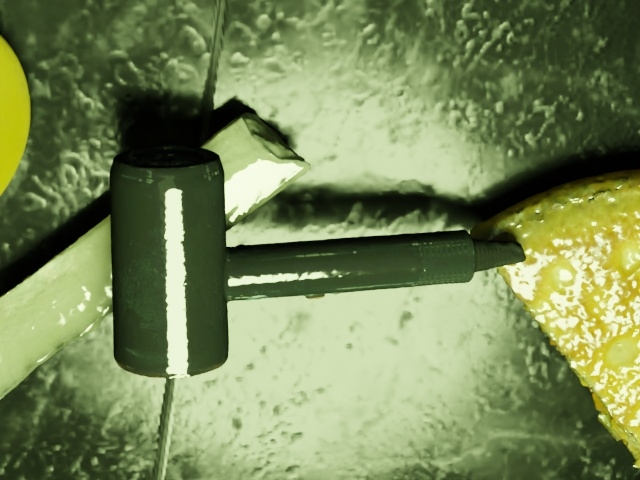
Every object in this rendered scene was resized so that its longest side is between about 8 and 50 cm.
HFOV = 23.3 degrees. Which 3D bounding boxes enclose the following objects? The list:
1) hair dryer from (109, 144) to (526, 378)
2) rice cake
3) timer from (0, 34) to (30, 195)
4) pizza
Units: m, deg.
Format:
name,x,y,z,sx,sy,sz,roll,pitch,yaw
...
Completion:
name,x,y,z,sx,sy,sz,roll,pitch,yaw
hair dryer,0.000,0.000,0.926,0.255,0.070,0.128,-6,108,-14
rice cake,-0.121,0.010,0.963,0.256,0.052,0.057,-37,73,5
timer,-0.352,-0.035,0.803,0.376,0.376,0.387,38,76,-14
pizza,0.228,0.049,1.008,0.292,0.058,0.197,5,106,-5
